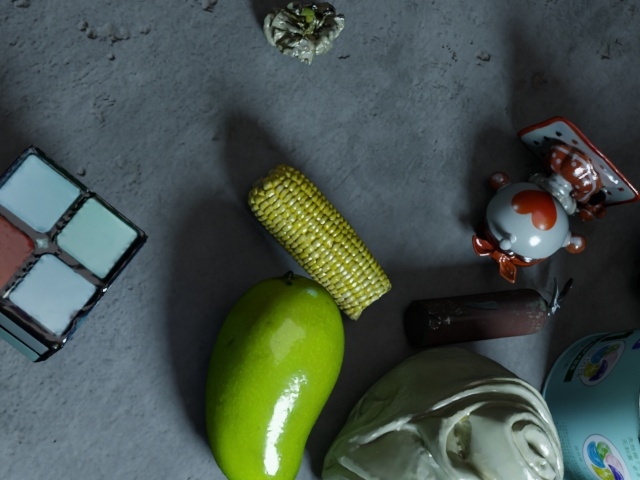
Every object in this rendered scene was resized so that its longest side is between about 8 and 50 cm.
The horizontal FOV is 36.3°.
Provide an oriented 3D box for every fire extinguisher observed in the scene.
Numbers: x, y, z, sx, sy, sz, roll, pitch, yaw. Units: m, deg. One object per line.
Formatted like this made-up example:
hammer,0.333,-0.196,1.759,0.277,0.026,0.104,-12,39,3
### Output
fire extinguisher,0.258,0.104,1.456,0.267,0.072,0.089,-4,114,-23

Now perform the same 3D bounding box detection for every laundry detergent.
laundry detergent,0.522,0.258,1.412,0.287,0.305,0.287,5,76,-22

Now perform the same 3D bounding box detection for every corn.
corn,0.000,0.000,1.365,0.244,0.093,0.093,48,66,-9

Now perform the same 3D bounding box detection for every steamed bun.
steamed bun,0.184,0.307,1.305,0.324,0.219,0.310,-28,90,-25

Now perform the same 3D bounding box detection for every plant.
plant,-0.020,-0.321,1.414,0.116,0.122,0.104,-42,85,-18

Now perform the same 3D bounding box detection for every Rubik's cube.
Rubik's cube,-0.342,0.023,1.175,0.180,0.167,0.183,41,65,-9

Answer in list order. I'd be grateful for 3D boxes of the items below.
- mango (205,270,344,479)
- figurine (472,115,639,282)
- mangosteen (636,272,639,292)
mango,-0.063,0.185,1.277,0.175,0.143,0.293,16,83,-25
figurine,0.330,-0.038,1.494,0.183,0.160,0.226,43,75,-9
mangosteen,0.630,0.049,1.569,0.228,0.228,0.265,30,107,-14
